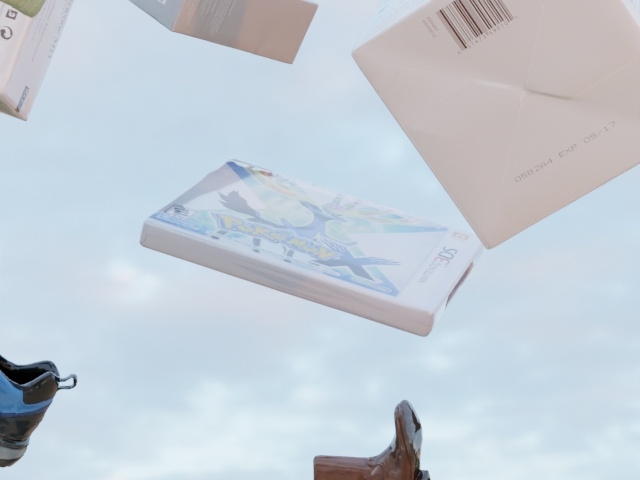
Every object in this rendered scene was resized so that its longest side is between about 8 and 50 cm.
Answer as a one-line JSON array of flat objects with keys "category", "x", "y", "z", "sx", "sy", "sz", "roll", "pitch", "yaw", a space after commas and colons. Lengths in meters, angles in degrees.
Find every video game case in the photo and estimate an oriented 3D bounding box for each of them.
[{"category": "video game case", "x": 0.000, "y": 0.000, "z": 2.108, "sx": 0.329, "sy": 0.036, "sz": 0.300, "roll": 17, "pitch": 19, "yaw": 11}]

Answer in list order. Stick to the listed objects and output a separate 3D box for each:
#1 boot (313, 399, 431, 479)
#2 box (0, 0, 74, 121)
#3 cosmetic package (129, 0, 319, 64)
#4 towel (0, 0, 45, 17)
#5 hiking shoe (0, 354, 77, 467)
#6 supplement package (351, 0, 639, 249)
[{"category": "boot", "x": 0.037, "y": 0.194, "z": 1.696, "sx": 0.114, "sy": 0.106, "sz": 0.037, "roll": -3, "pitch": 18, "yaw": 25}, {"category": "box", "x": -0.387, "y": -0.251, "z": 2.076, "sx": 0.182, "sy": 0.181, "sz": 0.119, "roll": 18, "pitch": -9, "yaw": 7}, {"category": "cosmetic package", "x": -0.133, "y": -0.326, "z": 2.566, "sx": 0.238, "sy": 0.107, "sz": 0.127, "roll": 6, "pitch": 23, "yaw": -47}, {"category": "towel", "x": -0.304, "y": -0.360, "z": 1.625, "sx": 0.038, "sy": 0.248, "sz": 0.325, "roll": 35, "pitch": 6, "yaw": 39}, {"category": "hiking shoe", "x": -0.427, "y": 0.127, "z": 2.071, "sx": 0.304, "sy": 0.132, "sz": 0.113, "roll": 32, "pitch": 9, "yaw": -31}, {"category": "supplement package", "x": 0.176, "y": -0.164, "z": 1.531, "sx": 0.199, "sy": 0.198, "sz": 0.262, "roll": -31, "pitch": 14, "yaw": 21}]
